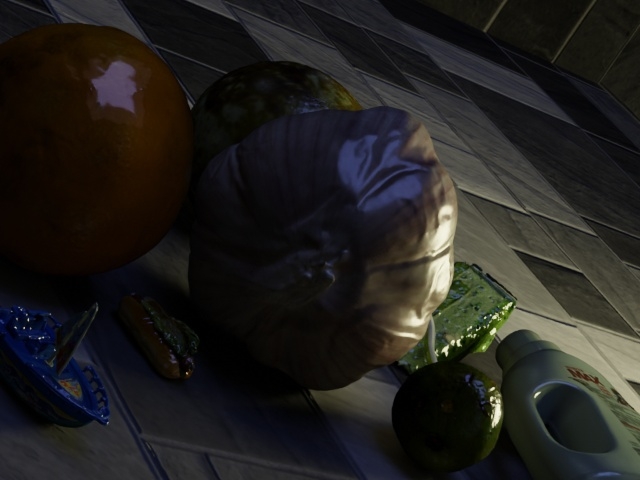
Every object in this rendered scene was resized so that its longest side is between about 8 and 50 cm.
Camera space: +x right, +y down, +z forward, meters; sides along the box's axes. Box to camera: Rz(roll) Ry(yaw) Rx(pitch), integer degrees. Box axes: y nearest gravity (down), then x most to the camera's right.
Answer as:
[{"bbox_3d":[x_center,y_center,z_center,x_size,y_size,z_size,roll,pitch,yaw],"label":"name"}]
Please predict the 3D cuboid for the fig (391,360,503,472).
[{"bbox_3d":[0.142,0.200,2.012,0.123,0.123,0.156,41,-7,20],"label":"fig"}]

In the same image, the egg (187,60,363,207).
[{"bbox_3d":[-0.042,-0.092,2.206,0.238,0.238,0.289,20,10,-36],"label":"egg"}]

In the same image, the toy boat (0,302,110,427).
[{"bbox_3d":[-0.232,0.097,1.637,0.091,0.110,0.175,8,33,-52],"label":"toy boat"}]

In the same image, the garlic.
[{"bbox_3d":[0.000,0.000,1.958,0.317,0.317,0.259,33,21,-3],"label":"garlic"}]

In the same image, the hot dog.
[{"bbox_3d":[-0.162,0.094,1.867,0.056,0.041,0.133,14,27,-45],"label":"hot dog"}]

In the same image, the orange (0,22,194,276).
[{"bbox_3d":[-0.249,-0.093,1.848,0.261,0.261,0.261,30,19,-11],"label":"orange"}]

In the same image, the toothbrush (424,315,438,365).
[{"bbox_3d":[0.140,0.145,2.194,0.026,0.022,0.263,0,42,-15],"label":"toothbrush"}]

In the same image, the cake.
[{"bbox_3d":[0.137,0.122,2.315,0.100,0.099,0.235,40,41,17],"label":"cake"}]

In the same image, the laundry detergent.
[{"bbox_3d":[0.310,0.234,2.181,0.264,0.124,0.398,20,22,-34],"label":"laundry detergent"}]
